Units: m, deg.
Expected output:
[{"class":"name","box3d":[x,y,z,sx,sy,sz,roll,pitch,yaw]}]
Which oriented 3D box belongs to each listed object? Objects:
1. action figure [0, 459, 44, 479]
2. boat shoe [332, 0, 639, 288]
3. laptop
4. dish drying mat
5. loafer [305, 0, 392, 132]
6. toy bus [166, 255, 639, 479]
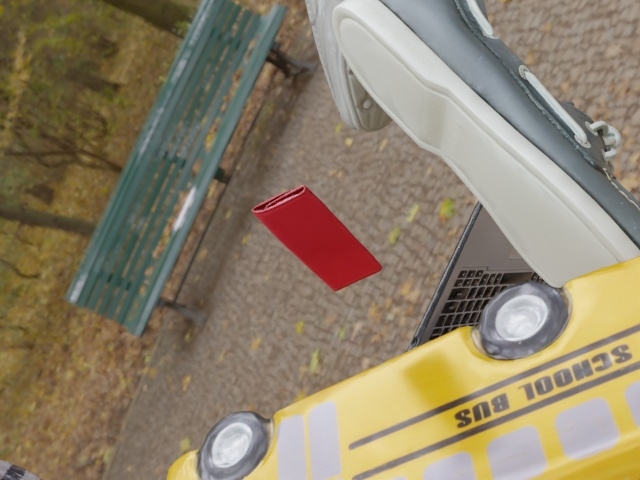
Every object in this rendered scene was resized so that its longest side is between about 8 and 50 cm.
[{"class":"action figure","box3d":[-0.359,0.205,0.827,0.178,0.330,0.341,-35,-8,-27]},{"class":"boat shoe","box3d":[0.144,-0.061,0.565,0.099,0.319,0.116,-39,-15,-13]},{"class":"laptop","box3d":[0.338,0.174,1.369,0.236,0.382,0.407,34,110,34]},{"class":"dish drying mat","box3d":[0.000,0.000,0.460,0.032,0.083,0.008,-26,50,17]},{"class":"loafer","box3d":[0.032,-0.276,0.965,0.111,0.112,0.319,24,125,51]},{"class":"toy bus","box3d":[0.076,0.125,0.474,0.333,0.108,0.130,-27,37,16]}]
